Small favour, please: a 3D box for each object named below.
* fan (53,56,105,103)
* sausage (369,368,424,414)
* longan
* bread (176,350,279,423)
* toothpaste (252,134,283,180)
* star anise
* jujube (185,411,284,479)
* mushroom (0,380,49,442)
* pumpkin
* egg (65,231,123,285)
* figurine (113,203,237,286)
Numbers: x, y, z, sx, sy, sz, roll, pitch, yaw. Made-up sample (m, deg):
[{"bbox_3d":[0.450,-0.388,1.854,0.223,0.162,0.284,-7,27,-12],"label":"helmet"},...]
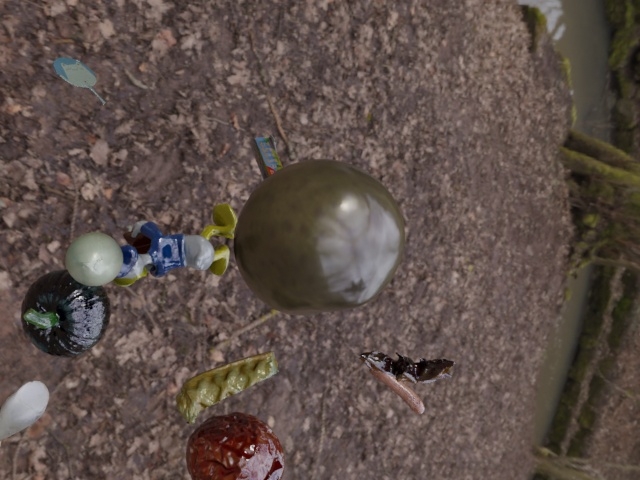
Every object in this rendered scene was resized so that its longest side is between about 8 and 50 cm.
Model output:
[{"bbox_3d":[-0.633,-0.427,1.543,0.005,0.175,0.113,-45,176,34],"label":"fan"},{"bbox_3d":[0.213,0.406,1.593,0.043,0.186,0.043,-47,168,-13],"label":"sausage"},{"bbox_3d":[0.000,0.000,1.208,0.361,0.361,0.360,-25,126,-39],"label":"longan"},{"bbox_3d":[-0.199,0.305,1.242,0.232,0.128,0.087,-25,89,-7],"label":"bread"},{"bbox_3d":[-0.129,-0.199,1.477,0.044,0.193,0.070,-7,135,-19],"label":"toothpaste"},{"bbox_3d":[0.174,0.238,1.063,0.213,0.157,0.053,14,77,-16],"label":"star anise"},{"bbox_3d":[-0.201,0.517,1.392,0.213,0.232,0.212,-24,119,-54],"label":"jujube"},{"bbox_3d":[-0.873,0.500,1.648,0.225,0.093,0.116,-44,140,8],"label":"mushroom"},{"bbox_3d":[-0.716,0.205,1.583,0.248,0.248,0.247,-25,126,-39],"label":"pumpkin"},{"bbox_3d":[-0.477,0.040,1.222,0.114,0.152,0.114,-3,99,-17],"label":"egg"},{"bbox_3d":[-0.417,0.016,1.468,0.338,0.284,0.204,-20,116,-56],"label":"figurine"}]
